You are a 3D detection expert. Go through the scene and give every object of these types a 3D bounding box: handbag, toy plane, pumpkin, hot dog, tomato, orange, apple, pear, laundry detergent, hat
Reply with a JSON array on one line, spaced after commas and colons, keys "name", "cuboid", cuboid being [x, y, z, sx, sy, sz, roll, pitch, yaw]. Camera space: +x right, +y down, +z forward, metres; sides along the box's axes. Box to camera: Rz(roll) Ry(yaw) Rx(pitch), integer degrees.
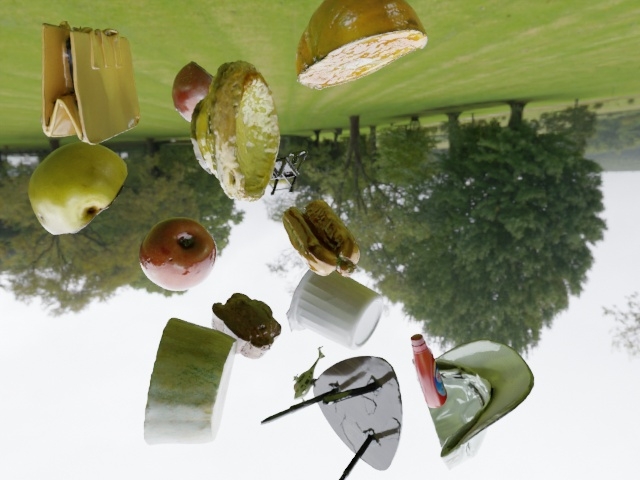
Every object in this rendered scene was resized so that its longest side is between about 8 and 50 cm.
[{"name": "handbag", "cuboid": [-0.618, -0.433, 1.253, 0.133, 0.283, 0.401, 8, -160, -5]}, {"name": "toy plane", "cuboid": [-0.052, 0.615, 2.126, 0.286, 0.108, 0.092, -50, -178, -38]}, {"name": "pumpkin", "cuboid": [-0.337, 0.380, 1.249, 0.199, 0.332, 0.332, 4, -172, -5]}, {"name": "hot dog", "cuboid": [0.000, 0.000, 1.057, 0.135, 0.100, 0.337, -14, -153, -12]}, {"name": "tomato", "cuboid": [-0.401, -0.464, 1.508, 0.155, 0.180, 0.214, -42, -129, -9]}, {"name": "orange", "cuboid": [0.085, -0.451, 1.065, 0.274, 0.274, 0.310, -8, -148, -34]}, {"name": "apple", "cuboid": [-0.650, 0.058, 2.118, 0.349, 0.348, 0.277, -8, 158, -33]}, {"name": "pear", "cuboid": [-0.834, -0.200, 1.531, 0.340, 0.191, 0.386, -46, -144, -11]}, {"name": "laundry detergent", "cuboid": [0.236, 0.278, 1.016, 0.049, 0.165, 0.097, -14, -166, 20]}, {"name": "hat", "cuboid": [0.368, 0.377, 1.096, 0.301, 0.168, 0.257, -38, -145, 22]}]

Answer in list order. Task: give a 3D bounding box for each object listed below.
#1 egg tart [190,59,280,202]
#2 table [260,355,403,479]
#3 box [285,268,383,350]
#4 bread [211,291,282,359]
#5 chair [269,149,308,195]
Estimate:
[{"name": "egg tart", "cuboid": [-0.180, -0.223, 0.961, 0.123, 0.294, 0.294, 5, -170, 14]}, {"name": "table", "cuboid": [0.039, 0.453, 1.182, 0.317, 0.317, 0.249, 5, -172, 40]}, {"name": "box", "cuboid": [0.070, 0.180, 1.366, 0.206, 0.291, 0.262, 26, -173, 27]}, {"name": "bread", "cuboid": [-0.250, 0.294, 1.599, 0.247, 0.135, 0.232, 38, -148, 16]}, {"name": "chair", "cuboid": [-0.137, -0.285, 1.727, 0.106, 0.229, 0.113, -4, 145, 29]}]
